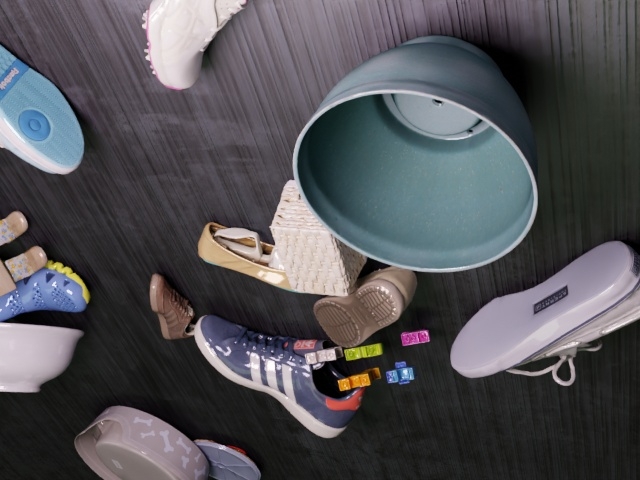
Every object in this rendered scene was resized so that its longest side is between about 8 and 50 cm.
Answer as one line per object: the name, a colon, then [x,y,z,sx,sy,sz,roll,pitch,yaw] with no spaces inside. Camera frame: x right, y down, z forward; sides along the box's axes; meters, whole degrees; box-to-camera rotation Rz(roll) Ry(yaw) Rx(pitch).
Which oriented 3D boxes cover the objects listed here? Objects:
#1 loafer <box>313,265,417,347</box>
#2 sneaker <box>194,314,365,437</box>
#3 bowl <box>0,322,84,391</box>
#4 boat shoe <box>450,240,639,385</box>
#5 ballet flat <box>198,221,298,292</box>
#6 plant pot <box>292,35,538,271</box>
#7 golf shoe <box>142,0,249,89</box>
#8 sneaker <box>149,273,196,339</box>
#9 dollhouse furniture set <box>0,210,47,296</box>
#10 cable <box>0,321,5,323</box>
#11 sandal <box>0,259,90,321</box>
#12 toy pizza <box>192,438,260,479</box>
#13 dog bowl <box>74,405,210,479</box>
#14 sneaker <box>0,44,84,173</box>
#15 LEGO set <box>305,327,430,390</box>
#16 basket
loafer: [0.080,0.109,1.474,0.102,0.092,0.268,59,149,-3]
sneaker: [-0.068,0.220,1.661,0.350,0.131,0.148,32,118,-5]
bowl: [-0.643,0.242,1.803,0.297,0.134,0.298,2,170,0]
boat shoe: [0.375,0.140,1.362,0.156,0.136,0.367,35,129,-21]
ballet flat: [-0.096,0.027,1.473,0.232,0.080,0.073,15,126,5]
plant pot: [0.135,-0.129,1.092,0.292,0.196,0.293,13,141,11]
golf shoe: [-0.144,-0.300,1.091,0.140,0.115,0.306,15,142,2]
sneaker: [-0.279,0.125,1.687,0.071,0.066,0.188,-2,143,2]
dollhouse furniture set: [-0.623,-0.010,1.560,0.161,0.212,0.242,-26,95,44]
cable: [-0.727,0.216,1.968,0.139,0.072,0.287,4,138,12]
sandal: [-0.609,0.112,1.748,0.317,0.138,0.126,4,136,18]
toy pizza: [-0.238,0.540,2.153,0.201,0.032,0.201,14,142,11]
dog bowl: [-0.427,0.536,2.148,0.348,0.102,0.349,19,142,16]
sneaker: [-0.528,-0.198,1.368,0.319,0.127,0.208,46,134,-14]
LEGO set: [0.100,0.217,1.559,0.227,0.093,0.087,-13,86,19]
basket: [0.000,0.000,1.373,0.113,0.103,0.167,5,139,21]
